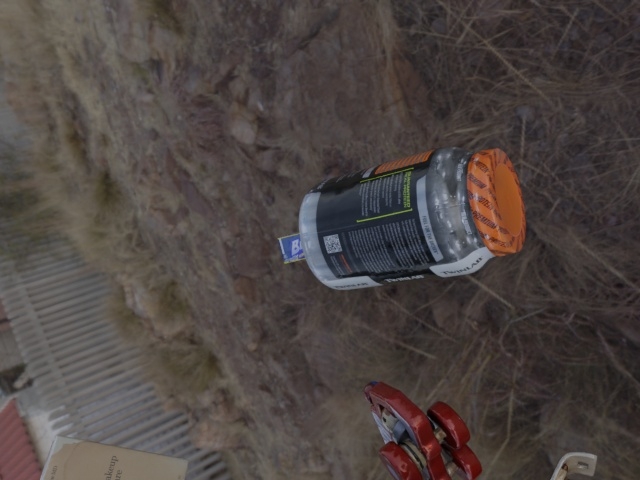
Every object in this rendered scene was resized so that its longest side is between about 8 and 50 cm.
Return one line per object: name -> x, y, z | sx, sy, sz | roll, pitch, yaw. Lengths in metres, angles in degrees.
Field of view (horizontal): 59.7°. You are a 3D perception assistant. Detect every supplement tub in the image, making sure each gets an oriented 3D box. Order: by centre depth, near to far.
supplement tub -> 0.148, -0.034, 0.935 | 0.338, 0.207, 0.207 | -11, 99, 36

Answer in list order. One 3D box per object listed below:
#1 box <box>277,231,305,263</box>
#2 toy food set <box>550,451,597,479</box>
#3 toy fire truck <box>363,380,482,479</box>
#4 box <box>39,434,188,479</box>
box -> 0.000, 0.000, 1.179 | 0.054, 0.168, 0.059 | -29, -75, -76
toy food set -> 0.535, 0.631, 1.243 | 0.092, 0.306, 0.220 | 23, 161, 33
toy fire truck -> 0.187, 0.427, 1.205 | 0.254, 0.169, 0.302 | 32, 152, 52
box -> -0.489, 0.565, 1.314 | 0.121, 0.311, 0.148 | -42, 35, 53
